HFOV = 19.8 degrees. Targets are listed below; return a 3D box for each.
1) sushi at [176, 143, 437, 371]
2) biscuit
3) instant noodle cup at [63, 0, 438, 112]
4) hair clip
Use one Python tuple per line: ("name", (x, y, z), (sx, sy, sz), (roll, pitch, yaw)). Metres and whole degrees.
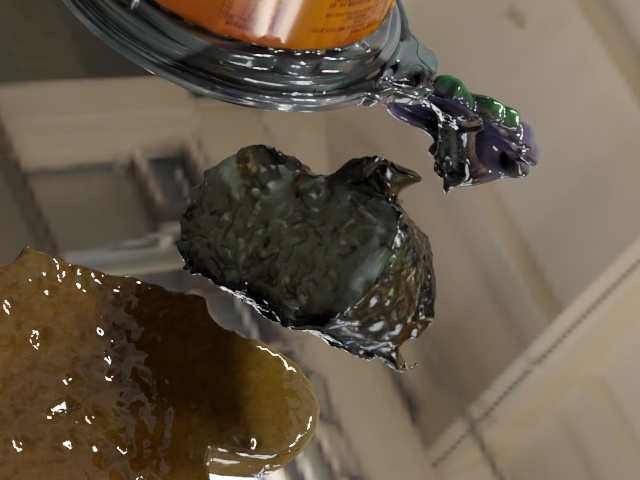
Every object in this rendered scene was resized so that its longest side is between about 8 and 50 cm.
("sushi", (0.000, 0.000, 1.386), (0.212, 0.115, 0.147), (18, -97, 41))
("biscuit", (-0.184, 0.200, 1.368), (0.076, 0.368, 0.394), (129, -31, -52))
("instant noodle cup", (-0.023, -0.159, 0.813), (0.177, 0.208, 0.125), (-82, -166, -51))
("hair clip", (0.089, -0.076, 1.274), (0.124, 0.195, 0.052), (17, -100, 15))
